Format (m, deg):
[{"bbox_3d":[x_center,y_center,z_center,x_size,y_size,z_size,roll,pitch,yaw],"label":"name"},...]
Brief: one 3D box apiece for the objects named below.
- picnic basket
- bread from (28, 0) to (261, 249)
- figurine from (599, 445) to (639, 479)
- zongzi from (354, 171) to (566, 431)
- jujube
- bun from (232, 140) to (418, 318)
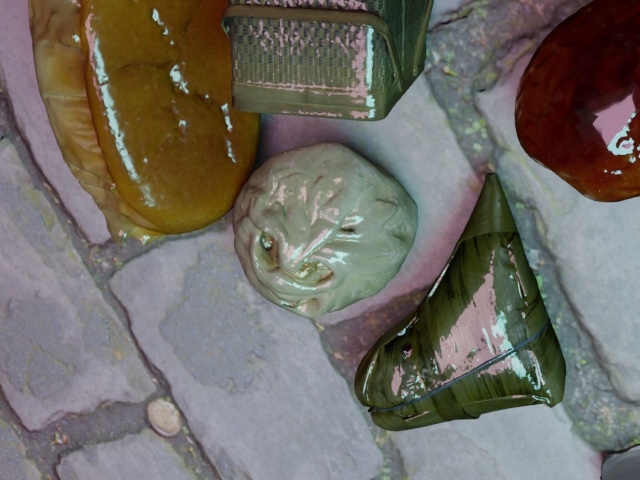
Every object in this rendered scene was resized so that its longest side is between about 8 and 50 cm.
[{"bbox_3d":[0.016,-0.225,0.891,0.165,0.266,0.139,7,115,15],"label":"picnic basket"},{"bbox_3d":[-0.191,-0.194,1.002,0.183,0.236,0.388,16,129,36],"label":"bread"},{"bbox_3d":[0.492,0.394,0.975,0.284,0.206,0.315,-16,107,34],"label":"figurine"},{"bbox_3d":[0.135,0.081,1.030,0.251,0.125,0.274,-18,99,17],"label":"zongzi"},{"bbox_3d":[0.313,-0.163,0.861,0.190,0.190,0.255,42,101,2],"label":"jujube"},{"bbox_3d":[0.000,0.000,1.015,0.231,0.133,0.231,0,124,0],"label":"bun"}]
